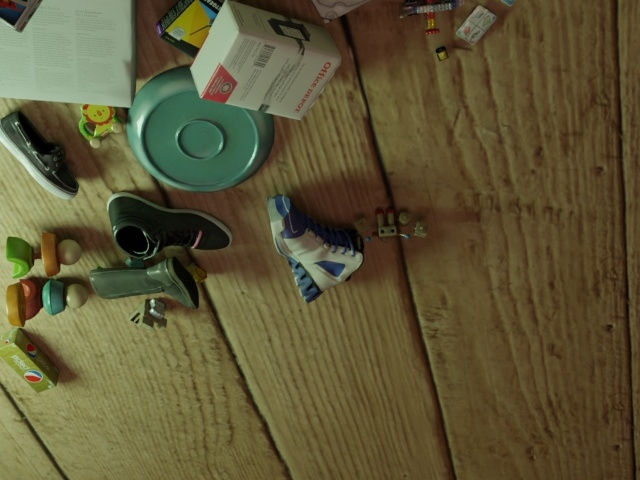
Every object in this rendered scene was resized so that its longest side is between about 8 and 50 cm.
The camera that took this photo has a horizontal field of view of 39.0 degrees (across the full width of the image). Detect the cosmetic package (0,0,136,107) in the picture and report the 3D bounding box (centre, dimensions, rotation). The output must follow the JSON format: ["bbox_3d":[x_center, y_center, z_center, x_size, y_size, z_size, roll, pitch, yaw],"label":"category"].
[{"bbox_3d":[-0.542,-0.413,1.717,0.377,0.097,0.284,4,129,-8],"label":"cosmetic package"}]

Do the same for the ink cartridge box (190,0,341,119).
[{"bbox_3d":[-0.106,-0.346,1.755,0.237,0.100,0.172,7,136,-35],"label":"ink cartridge box"}]

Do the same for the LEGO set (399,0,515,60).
[{"bbox_3d":[0.276,-0.466,1.770,0.182,0.060,0.244,29,121,-20],"label":"LEGO set"}]

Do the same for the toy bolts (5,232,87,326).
[{"bbox_3d":[-0.624,0.116,2.083,0.158,0.218,0.228,-4,147,-9],"label":"toy bolts"}]

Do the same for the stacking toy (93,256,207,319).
[{"bbox_3d":[-0.407,0.079,2.155,0.221,0.052,0.167,36,116,-26],"label":"stacking toy"}]

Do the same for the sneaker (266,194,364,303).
[{"bbox_3d":[0.000,0.001,2.088,0.182,0.127,0.315,-20,134,6],"label":"sneaker"}]

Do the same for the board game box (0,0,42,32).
[{"bbox_3d":[-0.600,-0.528,1.558,0.305,0.053,0.193,35,95,-11],"label":"board game box"}]

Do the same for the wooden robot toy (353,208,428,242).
[{"bbox_3d":[0.163,-0.028,2.119,0.173,0.076,0.079,-3,164,-2],"label":"wooden robot toy"}]

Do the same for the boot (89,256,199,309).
[{"bbox_3d":[-0.406,0.113,2.103,0.208,0.076,0.189,-16,134,10],"label":"boot"}]

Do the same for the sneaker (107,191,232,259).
[{"bbox_3d":[-0.340,-0.004,2.029,0.296,0.147,0.104,17,123,-19],"label":"sneaker"}]

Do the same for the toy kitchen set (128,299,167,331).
[{"bbox_3d":[-0.428,0.208,2.230,0.068,0.083,0.075,33,119,-26],"label":"toy kitchen set"}]

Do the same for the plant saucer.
[{"bbox_3d":[-0.256,-0.223,1.928,0.317,0.044,0.317,-2,129,-3],"label":"plant saucer"}]

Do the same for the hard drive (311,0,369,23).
[{"bbox_3d":[0.030,-0.592,1.645,0.237,0.064,0.339,-24,126,14],"label":"hard drive"}]

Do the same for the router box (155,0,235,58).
[{"bbox_3d":[-0.208,-0.408,1.748,0.133,0.046,0.179,-38,142,24],"label":"router box"}]

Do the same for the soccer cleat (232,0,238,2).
[{"bbox_3d":[-0.200,-0.462,1.752,0.083,0.029,0.035,-18,120,5],"label":"soccer cleat"}]

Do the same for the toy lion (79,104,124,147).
[{"bbox_3d":[-0.467,-0.256,1.893,0.100,0.034,0.096,-31,117,20],"label":"toy lion"}]

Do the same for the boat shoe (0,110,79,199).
[{"bbox_3d":[-0.584,-0.184,1.915,0.076,0.080,0.228,-29,118,19],"label":"boat shoe"}]

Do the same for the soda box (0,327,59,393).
[{"bbox_3d":[-0.745,0.307,2.300,0.061,0.058,0.181,-22,127,13],"label":"soda box"}]
